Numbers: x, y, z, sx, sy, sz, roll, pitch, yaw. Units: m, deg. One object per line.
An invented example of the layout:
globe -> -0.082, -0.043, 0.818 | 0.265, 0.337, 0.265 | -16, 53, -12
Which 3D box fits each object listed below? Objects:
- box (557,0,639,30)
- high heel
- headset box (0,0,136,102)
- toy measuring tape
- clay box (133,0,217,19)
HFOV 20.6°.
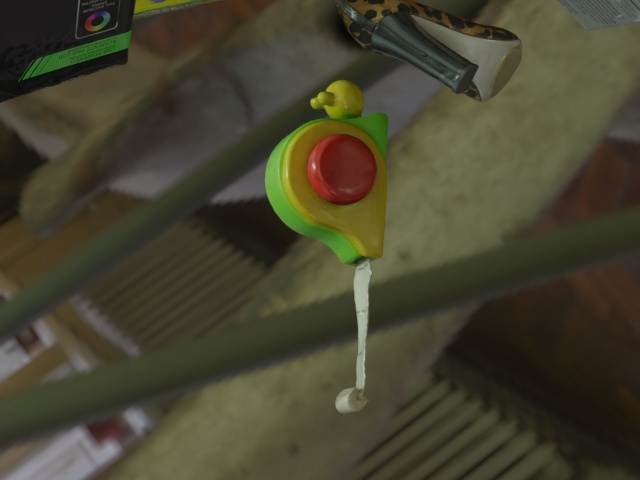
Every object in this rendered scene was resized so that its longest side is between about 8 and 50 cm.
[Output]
box -> 0.338, -0.305, 1.997 | 0.137, 0.072, 0.126 | -6, 159, 33
high heel -> 0.132, -0.242, 2.062 | 0.186, 0.093, 0.261 | 34, -162, 16
headset box -> -0.218, -0.174, 0.857 | 0.131, 0.246, 0.283 | 57, 152, 24
toy measuring tape -> 0.000, 0.000, 1.717 | 0.121, 0.121, 0.330 | 133, 142, -75
clay box -> -0.208, -0.303, 1.898 | 0.053, 0.222, 0.127 | -95, -8, -88
